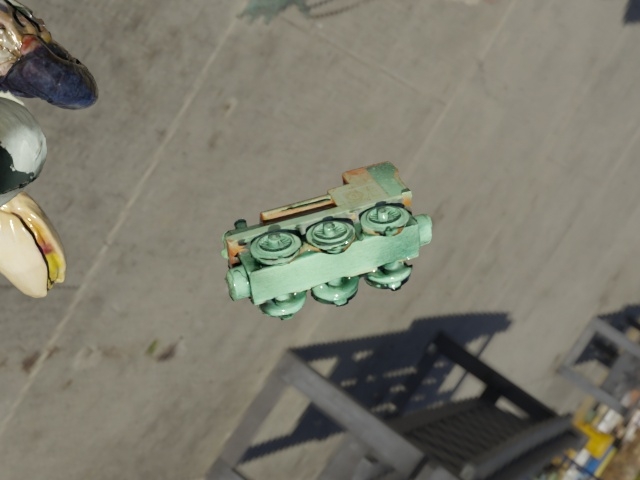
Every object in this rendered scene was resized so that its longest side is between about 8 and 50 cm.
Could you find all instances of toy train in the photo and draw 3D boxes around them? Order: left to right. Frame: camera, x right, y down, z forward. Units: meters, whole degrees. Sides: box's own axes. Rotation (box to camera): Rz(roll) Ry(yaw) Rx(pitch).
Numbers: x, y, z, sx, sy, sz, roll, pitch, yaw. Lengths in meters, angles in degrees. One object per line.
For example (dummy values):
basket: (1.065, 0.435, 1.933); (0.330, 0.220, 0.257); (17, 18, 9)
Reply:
toy train: (0.000, 0.000, 0.954); (0.176, 0.118, 0.074); (-15, 123, -11)

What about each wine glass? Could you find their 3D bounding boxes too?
wine glass: (-0.346, -0.070, 1.087); (0.111, 0.204, 0.111); (10, 76, -42)

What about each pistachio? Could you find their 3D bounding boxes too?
pistachio: (-0.497, -0.001, 1.893); (0.200, 0.145, 0.117); (59, 45, -32)

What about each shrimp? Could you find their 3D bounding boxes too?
shrimp: (-0.466, -0.280, 1.613); (0.116, 0.343, 0.145); (-54, -163, 22)
